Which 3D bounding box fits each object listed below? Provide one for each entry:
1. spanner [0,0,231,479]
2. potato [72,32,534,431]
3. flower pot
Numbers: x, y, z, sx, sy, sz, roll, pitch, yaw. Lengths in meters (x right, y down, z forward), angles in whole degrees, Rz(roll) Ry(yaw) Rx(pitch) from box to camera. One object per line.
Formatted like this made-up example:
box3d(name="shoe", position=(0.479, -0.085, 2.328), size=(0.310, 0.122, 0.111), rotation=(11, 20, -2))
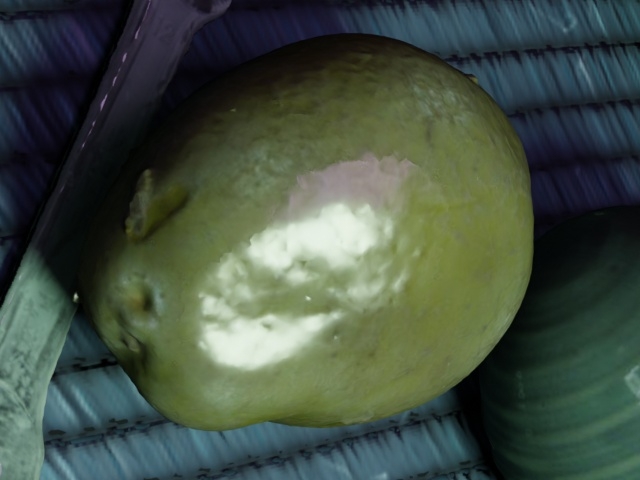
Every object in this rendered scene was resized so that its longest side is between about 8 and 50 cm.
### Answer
box3d(name="spanner", position=(-0.103, -0.021, 0.839), size=(0.071, 0.017, 0.302), rotation=(37, 65, -35))
box3d(name="potato", position=(0.000, 0.000, 0.835), size=(0.235, 0.160, 0.178), rotation=(-19, 103, -35))
box3d(name="flower pot", position=(0.184, 0.093, 0.998), size=(0.189, 0.157, 0.243), rotation=(-49, 119, -31))
